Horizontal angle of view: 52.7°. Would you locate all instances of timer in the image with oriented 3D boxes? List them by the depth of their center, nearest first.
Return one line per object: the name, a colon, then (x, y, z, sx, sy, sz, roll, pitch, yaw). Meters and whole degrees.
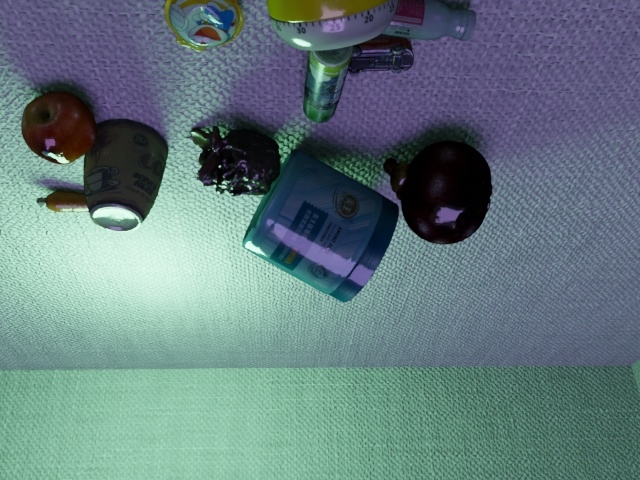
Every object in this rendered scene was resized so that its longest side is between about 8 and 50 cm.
timer: (0.013, -0.527, 1.235, 0.284, 0.285, 0.285, -1, 148, -1)

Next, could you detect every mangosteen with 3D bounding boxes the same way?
mangosteen: (0.340, -0.138, 1.831, 0.293, 0.297, 0.297, 11, 146, -16)

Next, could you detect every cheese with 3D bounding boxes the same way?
cheese: (-0.240, -0.510, 1.400, 0.176, 0.069, 0.270, 16, 144, -26)

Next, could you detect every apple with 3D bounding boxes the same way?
apple: (-0.666, -0.284, 1.655, 0.199, 0.199, 0.199, -1, 148, -1)

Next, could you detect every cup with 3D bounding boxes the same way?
cup: (-0.563, -0.144, 1.806, 0.227, 0.257, 0.301, 11, 148, -16)

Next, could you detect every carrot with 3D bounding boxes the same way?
carrot: (-0.714, -0.118, 2.032, 0.335, 0.069, 0.069, 1, 149, -17)

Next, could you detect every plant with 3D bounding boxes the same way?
plant: (-0.231, -0.221, 1.767, 0.233, 0.204, 0.178, 15, 134, -30)

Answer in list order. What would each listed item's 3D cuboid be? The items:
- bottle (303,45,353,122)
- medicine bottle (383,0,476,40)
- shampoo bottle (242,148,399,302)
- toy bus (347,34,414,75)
bottle: (0.011, -0.376, 1.518, 0.093, 0.093, 0.330, 1, 169, -5)
medicine bottle: (0.232, -0.492, 1.435, 0.216, 0.091, 0.090, 4, 148, -12)
shampoo bottle: (-0.006, -0.045, 1.852, 0.342, 0.331, 0.331, 29, 141, -10)
toy bus: (0.131, -0.442, 1.522, 0.174, 0.077, 0.079, -3, 149, 2)
